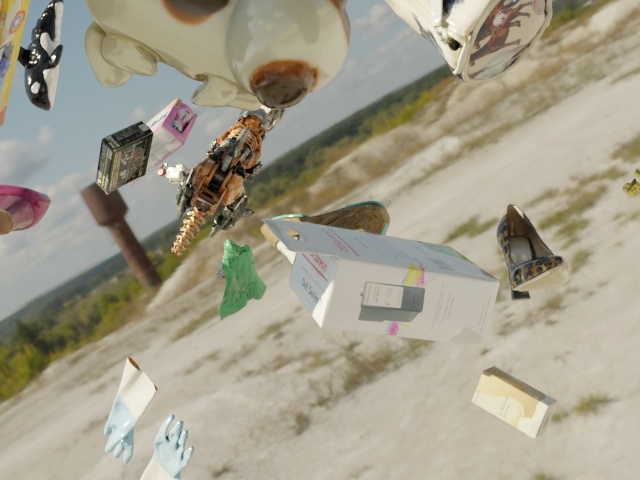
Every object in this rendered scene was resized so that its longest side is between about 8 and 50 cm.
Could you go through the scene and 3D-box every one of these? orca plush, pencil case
[{"bbox_3d":[-0.651,-0.446,2.101,0.102,0.287,0.151,9,1,-27],"label":"orca plush"},{"bbox_3d":[0.094,-0.370,1.158,0.183,0.410,0.160,-25,-30,-46],"label":"pencil case"}]

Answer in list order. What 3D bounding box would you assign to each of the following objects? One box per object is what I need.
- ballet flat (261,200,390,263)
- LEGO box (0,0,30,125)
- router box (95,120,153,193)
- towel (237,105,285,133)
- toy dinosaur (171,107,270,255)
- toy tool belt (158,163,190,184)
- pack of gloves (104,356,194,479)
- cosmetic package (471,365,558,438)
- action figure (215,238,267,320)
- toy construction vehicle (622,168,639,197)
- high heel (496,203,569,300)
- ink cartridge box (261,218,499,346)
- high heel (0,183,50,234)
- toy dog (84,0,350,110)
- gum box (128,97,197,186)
[{"bbox_3d":[0.000,0.000,2.031,0.342,0.124,0.116,-8,-28,32],"label":"ballet flat"},{"bbox_3d":[-0.631,-0.303,1.389,0.500,0.193,0.372,-56,1,45],"label":"LEGO box"},{"bbox_3d":[-0.361,-0.153,1.691,0.092,0.038,0.122,-34,-21,-37],"label":"router box"},{"bbox_3d":[-0.123,-0.363,2.179,0.187,0.049,0.282,-23,45,52],"label":"towel"},{"bbox_3d":[-0.205,-0.117,1.779,0.322,0.164,0.218,-39,-5,-26],"label":"toy dinosaur"},{"bbox_3d":[-0.330,-0.150,2.127,0.083,0.052,0.051,5,-11,34],"label":"toy tool belt"},{"bbox_3d":[-0.306,0.343,1.554,0.046,0.195,0.232,-22,-33,-43],"label":"pack of gloves"},{"bbox_3d":[0.295,0.245,1.399,0.115,0.060,0.041,26,18,32],"label":"cosmetic package"},{"bbox_3d":[-0.187,0.072,2.041,0.137,0.063,0.232,-39,-27,-24],"label":"action figure"},{"bbox_3d":[0.588,-0.089,1.642,0.035,0.086,0.098,-51,1,-34],"label":"toy construction vehicle"},{"bbox_3d":[0.375,0.000,1.652,0.093,0.186,0.261,-4,-12,-6],"label":"high heel"},{"bbox_3d":[0.080,0.065,1.479,0.353,0.119,0.207,9,13,-19],"label":"ink cartridge box"},{"bbox_3d":[-0.781,-0.077,1.976,0.377,0.127,0.181,12,18,9],"label":"high heel"},{"bbox_3d":[-0.145,-0.362,1.444,0.395,0.407,0.285,79,-145,-68],"label":"toy dog"},{"bbox_3d":[-0.343,-0.206,1.905,0.188,0.062,0.107,-31,27,32],"label":"gum box"}]
